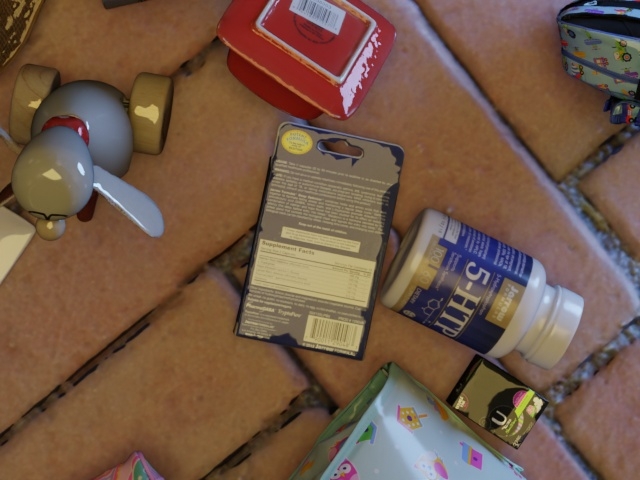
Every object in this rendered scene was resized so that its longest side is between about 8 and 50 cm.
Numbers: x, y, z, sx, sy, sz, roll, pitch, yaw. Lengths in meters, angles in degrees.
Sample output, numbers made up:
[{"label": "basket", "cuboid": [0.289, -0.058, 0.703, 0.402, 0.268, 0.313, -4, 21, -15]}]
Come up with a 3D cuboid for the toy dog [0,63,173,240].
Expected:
[{"label": "toy dog", "cuboid": [-0.242, -0.061, 1.809, 0.220, 0.334, 0.161, 12, 110, 20]}]

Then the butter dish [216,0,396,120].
[{"label": "butter dish", "cuboid": [-0.028, -0.184, 1.894, 0.160, 0.118, 0.160, 33, 50, -5]}]

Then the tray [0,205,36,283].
[{"label": "tray", "cuboid": [-0.419, -0.015, 1.854, 0.270, 0.030, 0.145, 34, 90, -40]}]

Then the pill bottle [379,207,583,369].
[{"label": "pill bottle", "cuboid": [0.165, 0.054, 1.916, 0.187, 0.112, 0.112, 25, 91, -5]}]

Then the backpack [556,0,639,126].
[{"label": "backpack", "cuboid": [0.318, -0.181, 1.897, 0.173, 0.158, 0.116, 12, 111, 9]}]

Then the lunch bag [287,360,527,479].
[{"label": "lunch bag", "cuboid": [0.079, 0.277, 1.897, 0.223, 0.160, 0.262, 41, 57, -4]}]

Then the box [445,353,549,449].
[{"label": "box", "cuboid": [0.182, 0.166, 1.953, 0.083, 0.052, 0.062, 34, 90, -4]}]

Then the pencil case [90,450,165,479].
[{"label": "pencil case", "cuboid": [-0.264, 0.331, 1.882, 0.284, 0.124, 0.124, -32, 95, -10]}]

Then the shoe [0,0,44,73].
[{"label": "shoe", "cuboid": [-0.318, -0.239, 1.902, 0.076, 0.058, 0.219, 36, 94, -25]}]

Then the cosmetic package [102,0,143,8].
[{"label": "cosmetic package", "cuboid": [-0.161, -0.335, 1.853, 0.151, 0.151, 0.183, -13, 94, -4]}]

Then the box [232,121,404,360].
[{"label": "box", "cuboid": [0.000, 0.000, 1.939, 0.136, 0.036, 0.225, 12, 93, -5]}]
